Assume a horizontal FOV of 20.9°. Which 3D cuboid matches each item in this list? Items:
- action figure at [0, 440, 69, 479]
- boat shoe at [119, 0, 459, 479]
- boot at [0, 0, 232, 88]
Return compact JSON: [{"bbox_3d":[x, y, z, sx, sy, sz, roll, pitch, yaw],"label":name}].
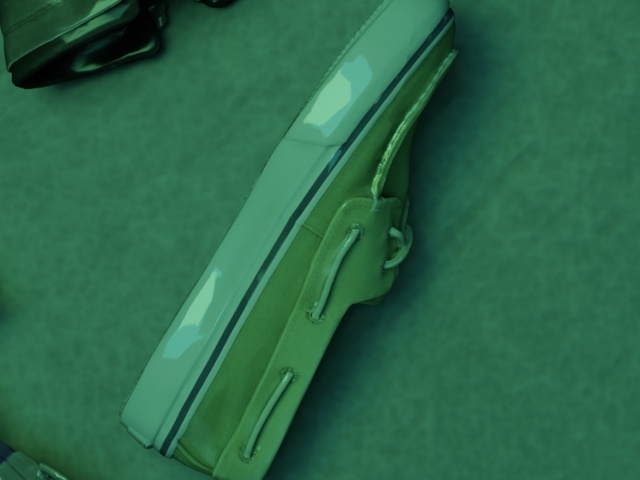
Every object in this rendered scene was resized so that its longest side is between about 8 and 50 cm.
[{"bbox_3d":[-0.245,0.095,0.986,0.185,0.099,0.285,-40,87,-25],"label":"action figure"},{"bbox_3d":[0.000,0.000,0.956,0.094,0.109,0.302,31,103,-1],"label":"boat shoe"},{"bbox_3d":[-0.209,-0.184,1.007,0.338,0.118,0.223,-23,85,15],"label":"boot"}]
